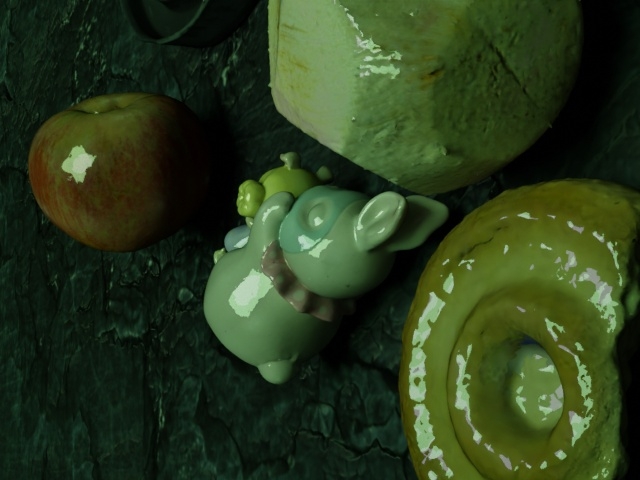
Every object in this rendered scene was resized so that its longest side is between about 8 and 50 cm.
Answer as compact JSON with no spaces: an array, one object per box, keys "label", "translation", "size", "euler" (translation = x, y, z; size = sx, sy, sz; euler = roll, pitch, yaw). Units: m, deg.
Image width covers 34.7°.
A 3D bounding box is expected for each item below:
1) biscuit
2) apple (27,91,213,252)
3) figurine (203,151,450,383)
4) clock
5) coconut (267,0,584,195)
[{"label":"biscuit","translation":[0.134,0.096,0.700],"size":[0.213,0.091,0.274],"euler":[-5,83,52]},{"label":"apple","translation":[-0.220,-0.075,1.131],"size":[0.209,0.209,0.164],"euler":[19,123,54]},{"label":"figurine","translation":[0.000,0.000,0.884],"size":[0.235,0.127,0.155],"euler":[-47,40,34]},{"label":"clock","translation":[-0.142,-0.381,1.178],"size":[0.325,0.067,0.325],"euler":[-11,77,53]},{"label":"coconut","translation":[0.068,-0.153,0.730],"size":[0.237,0.197,0.237],"euler":[48,147,46]}]
